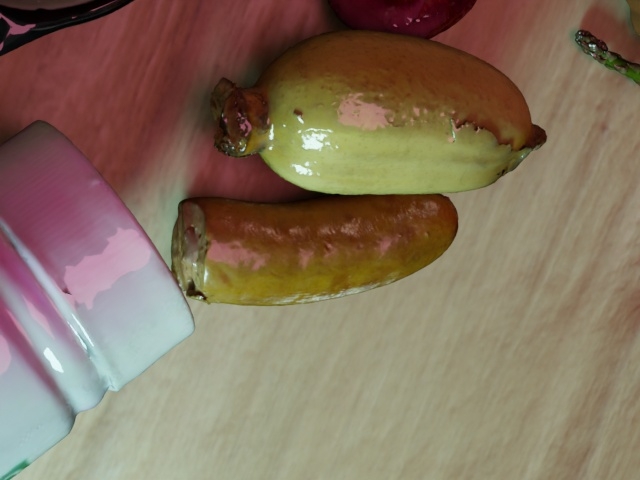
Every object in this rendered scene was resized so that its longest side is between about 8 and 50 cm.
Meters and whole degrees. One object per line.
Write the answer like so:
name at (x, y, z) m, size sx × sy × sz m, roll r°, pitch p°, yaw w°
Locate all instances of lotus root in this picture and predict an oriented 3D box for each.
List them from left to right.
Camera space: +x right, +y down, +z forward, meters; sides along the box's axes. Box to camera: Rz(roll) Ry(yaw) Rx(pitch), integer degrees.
lotus root at (0.050, -0.110, 1.134) m, size 0.303 × 0.131 × 0.146 m, roll 2°, pitch 139°, yaw -20°

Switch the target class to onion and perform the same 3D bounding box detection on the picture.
onion at (0.081, -0.238, 1.123) m, size 0.150 × 0.140 × 0.150 m, roll -4°, pitch 104°, yaw -16°

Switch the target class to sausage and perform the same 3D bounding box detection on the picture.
sausage at (0.001, 0.001, 1.172) m, size 0.271 × 0.109 × 0.109 m, roll -9°, pitch 108°, yaw -26°

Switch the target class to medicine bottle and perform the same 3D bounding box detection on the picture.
medicine bottle at (-0.281, 0.084, 0.973) m, size 0.325 × 0.212 × 0.212 m, roll -38°, pitch 119°, yaw -14°

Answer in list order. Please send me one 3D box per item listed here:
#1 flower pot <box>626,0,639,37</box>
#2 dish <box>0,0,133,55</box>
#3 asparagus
flower pot at (0.398, -0.248, 1.280) m, size 0.191 × 0.173 × 0.190 m, roll -9°, pitch 110°, yaw -28°
dish at (-0.221, -0.293, 0.949) m, size 0.303 × 0.120 × 0.303 m, roll -9°, pitch 108°, yaw -27°
asparagus at (0.350, -0.167, 1.364) m, size 0.248 × 0.024 × 0.025 m, roll 18°, pitch 52°, yaw -32°
